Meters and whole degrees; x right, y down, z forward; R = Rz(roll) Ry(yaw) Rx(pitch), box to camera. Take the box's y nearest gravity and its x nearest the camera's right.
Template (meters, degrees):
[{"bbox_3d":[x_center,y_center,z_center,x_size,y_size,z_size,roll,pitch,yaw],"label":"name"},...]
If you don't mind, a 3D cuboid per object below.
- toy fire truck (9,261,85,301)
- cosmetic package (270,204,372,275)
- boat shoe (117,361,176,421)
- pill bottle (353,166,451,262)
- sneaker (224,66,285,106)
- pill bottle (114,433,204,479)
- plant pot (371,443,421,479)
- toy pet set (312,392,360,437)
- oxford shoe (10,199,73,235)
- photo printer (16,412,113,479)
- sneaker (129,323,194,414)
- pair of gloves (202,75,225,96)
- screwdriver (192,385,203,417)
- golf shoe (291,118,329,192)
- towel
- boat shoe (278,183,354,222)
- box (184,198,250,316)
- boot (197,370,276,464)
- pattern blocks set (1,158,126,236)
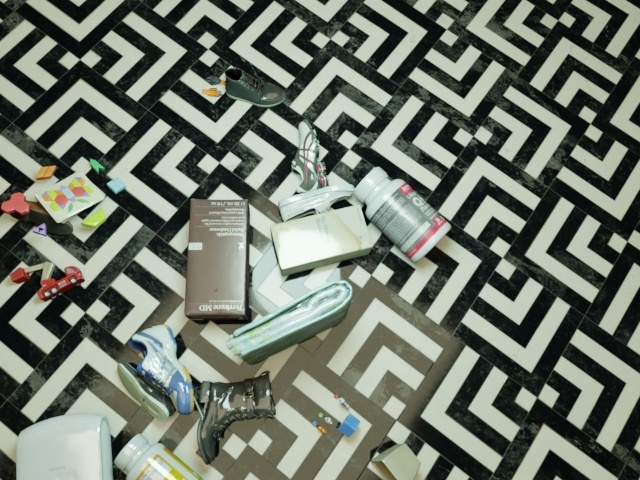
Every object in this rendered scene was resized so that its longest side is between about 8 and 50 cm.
[{"bbox_3d":[-0.875,0.119,1.609,0.192,0.047,0.135,-29,77,-12],"label":"toy fire truck"},{"bbox_3d":[0.000,0.000,1.667,0.309,0.113,0.160,-15,76,-7],"label":"cosmetic package"},{"bbox_3d":[-0.531,0.453,1.535,0.233,0.084,0.079,37,38,13],"label":"boat shoe"},{"bbox_3d":[0.265,-0.092,1.676,0.176,0.176,0.318,-43,81,-14],"label":"pill bottle"},{"bbox_3d":[-0.237,-0.551,1.801,0.222,0.118,0.083,6,74,-2],"label":"sneaker"},{"bbox_3d":[-0.464,0.675,1.434,0.245,0.136,0.136,37,75,7],"label":"pill bottle"},{"bbox_3d":[0.235,0.673,1.502,0.096,0.109,0.109,-36,79,-24],"label":"plant pot"},{"bbox_3d":[0.055,0.553,1.540,0.114,0.065,0.122,38,76,7],"label":"toy pet set"},{"bbox_3d":[-0.913,-0.085,1.656,0.212,0.076,0.076,25,34,-7],"label":"oxford shoe"},{"bbox_3d":[-0.730,0.661,1.435,0.255,0.107,0.308,-8,75,-6],"label":"photo printer"},{"bbox_3d":[-0.478,0.398,1.496,0.131,0.112,0.296,-11,56,-37],"label":"sneaker"},{"bbox_3d":[-0.395,-0.571,1.852,0.074,0.010,0.083,12,73,0],"label":"pair of gloves"},{"bbox_3d":[-0.376,0.474,1.496,0.024,0.170,0.025,-17,112,-23],"label":"screwdriver"},{"bbox_3d":[-0.053,-0.297,1.754,0.120,0.105,0.273,-14,75,0],"label":"golf shoe"},{"bbox_3d":[-0.084,0.249,1.484,0.374,0.320,0.090,-23,75,-9],"label":"towel"},{"bbox_3d":[-0.008,-0.124,1.711,0.267,0.096,0.088,-13,80,-6],"label":"boat shoe"},{"bbox_3d":[-0.327,0.062,1.616,0.191,0.143,0.382,-1,76,-4],"label":"box"},{"bbox_3d":[-0.249,0.532,1.513,0.228,0.091,0.263,-1,72,-4],"label":"boot"},{"bbox_3d":[-0.827,-0.145,1.646,0.285,0.026,0.325,33,56,3],"label":"pattern blocks set"}]
